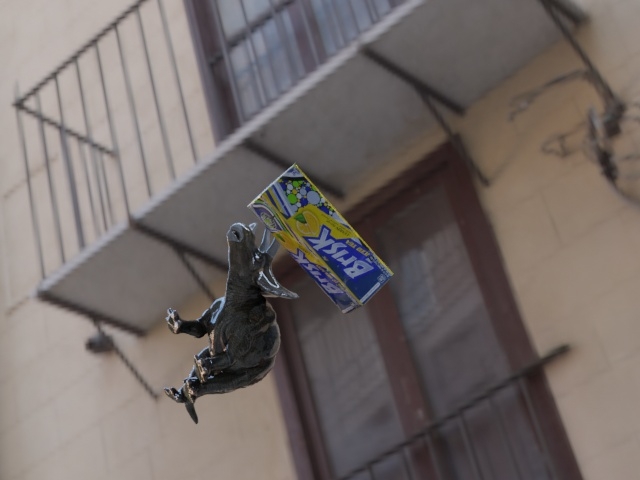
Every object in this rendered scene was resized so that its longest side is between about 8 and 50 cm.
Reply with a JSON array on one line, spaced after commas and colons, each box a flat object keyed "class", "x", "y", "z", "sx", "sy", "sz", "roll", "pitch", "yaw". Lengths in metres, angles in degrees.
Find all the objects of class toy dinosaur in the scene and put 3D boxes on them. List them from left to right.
[{"class": "toy dinosaur", "x": -0.104, "y": 0.135, "z": 1.751, "sx": 0.160, "sy": 0.121, "sz": 0.313, "roll": -19, "pitch": -45, "yaw": -28}]

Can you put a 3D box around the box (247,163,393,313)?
[{"class": "box", "x": 0.000, "y": 0.000, "z": 1.605, "sx": 0.059, "sy": 0.169, "sz": 0.054, "roll": -44, "pitch": 4, "yaw": -25}]
